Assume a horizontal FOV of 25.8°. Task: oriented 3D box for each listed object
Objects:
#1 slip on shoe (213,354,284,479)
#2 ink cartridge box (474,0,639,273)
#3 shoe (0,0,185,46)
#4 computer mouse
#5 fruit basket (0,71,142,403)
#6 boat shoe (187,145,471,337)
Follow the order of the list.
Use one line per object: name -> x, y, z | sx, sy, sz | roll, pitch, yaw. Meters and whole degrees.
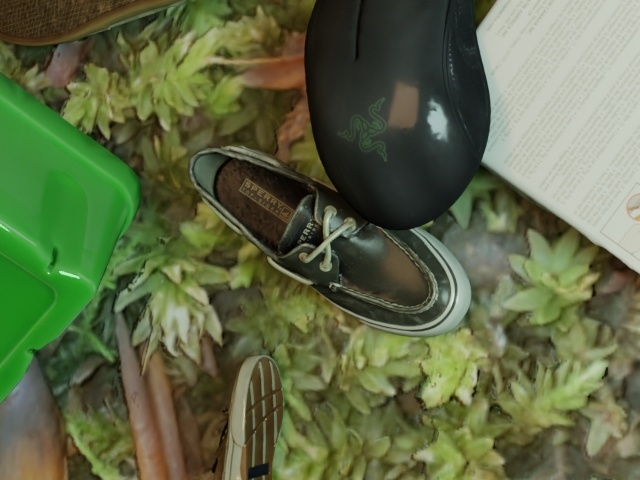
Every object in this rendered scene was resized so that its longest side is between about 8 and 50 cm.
slip on shoe -> -0.056, 0.148, 0.982 | 0.041, 0.051, 0.135 | 0, 89, 34
ink cartridge box -> 0.207, -0.090, 0.905 | 0.232, 0.066, 0.189 | 37, 98, 14
shoe -> -0.170, -0.195, 1.072 | 0.219, 0.058, 0.076 | -5, 101, 25
computer mouse -> 0.034, -0.138, 0.923 | 0.188, 0.072, 0.272 | -21, 61, 29
fruit basket -> -0.347, 0.008, 1.045 | 0.392, 0.283, 0.392 | -39, 29, 26
boat shoe -> 0.000, 0.000, 0.963 | 0.219, 0.070, 0.078 | 29, 95, 23
